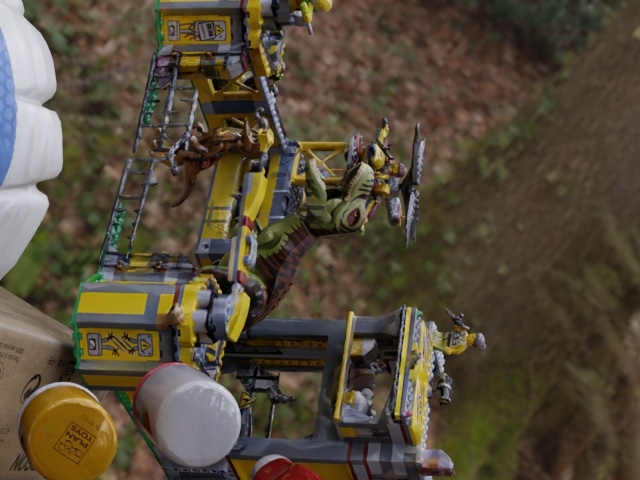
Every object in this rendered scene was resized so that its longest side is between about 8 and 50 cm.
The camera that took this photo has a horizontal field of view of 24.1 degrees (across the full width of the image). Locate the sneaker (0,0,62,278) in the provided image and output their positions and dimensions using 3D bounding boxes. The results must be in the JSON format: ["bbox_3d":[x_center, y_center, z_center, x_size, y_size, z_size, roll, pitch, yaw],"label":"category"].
[{"bbox_3d":[-0.229,0.021,0.367,0.129,0.330,0.147,58,14,23],"label":"sneaker"}]

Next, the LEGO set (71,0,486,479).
[{"bbox_3d":[0.000,0.000,0.886,0.255,0.192,0.331,77,18,-46],"label":"LEGO set"}]

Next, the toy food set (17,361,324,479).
[{"bbox_3d":[-0.052,0.142,0.714,0.232,0.111,0.104,52,-11,-16],"label":"toy food set"}]

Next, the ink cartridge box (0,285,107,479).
[{"bbox_3d":[-0.233,0.041,0.776,0.193,0.088,0.235,29,-3,14],"label":"ink cartridge box"}]
